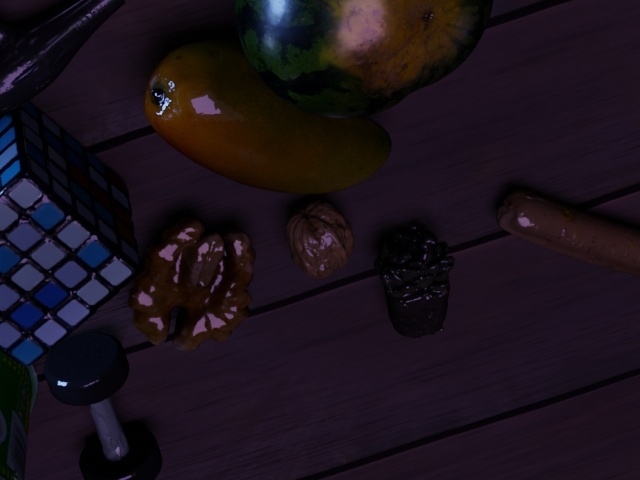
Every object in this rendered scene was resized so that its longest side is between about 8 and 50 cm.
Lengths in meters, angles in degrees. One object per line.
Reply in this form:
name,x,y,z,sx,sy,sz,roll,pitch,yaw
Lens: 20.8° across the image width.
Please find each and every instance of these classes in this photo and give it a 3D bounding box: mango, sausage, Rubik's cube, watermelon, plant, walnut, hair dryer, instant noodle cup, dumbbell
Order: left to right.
instant noodle cup,-0.415,0.243,1.991,0.207,0.232,0.207,-7,125,-10
hair dryer,-0.334,-0.253,1.791,0.195,0.075,0.219,-40,116,2
Rubik's cube,-0.321,-0.011,1.875,0.184,0.182,0.187,-39,123,13
dumbbell,-0.259,0.209,2.087,0.100,0.100,0.191,-15,125,-3
walnut,-0.147,0.047,2.025,0.143,0.069,0.170,16,117,-21
mango,-0.063,-0.125,1.892,0.289,0.129,0.146,30,99,-33
walnut,0.000,0.000,2.023,0.079,0.082,0.096,-44,136,-20
watermelon,0.038,-0.252,1.758,0.269,0.269,0.269,-6,124,-9
plant,0.114,0.047,2.076,0.094,0.092,0.143,-9,133,1
sausage,0.347,0.001,2.117,0.301,0.066,0.066,16,118,-21
